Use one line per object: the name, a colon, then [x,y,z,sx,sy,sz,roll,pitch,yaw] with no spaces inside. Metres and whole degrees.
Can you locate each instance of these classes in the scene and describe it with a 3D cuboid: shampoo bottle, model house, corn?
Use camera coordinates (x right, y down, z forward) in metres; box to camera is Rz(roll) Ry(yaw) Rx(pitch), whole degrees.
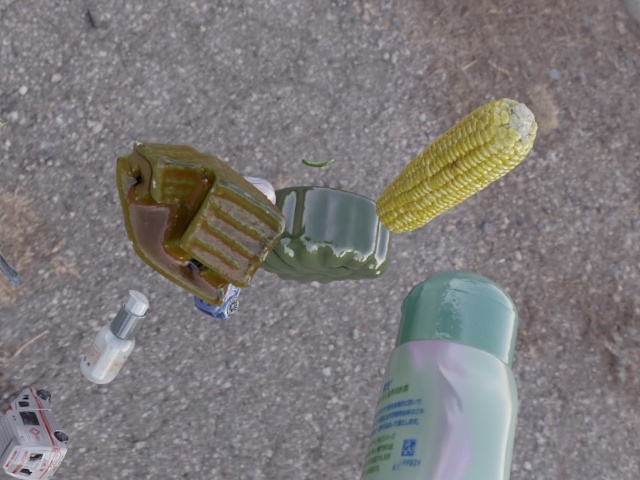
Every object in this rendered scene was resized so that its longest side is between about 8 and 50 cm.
shampoo bottle: [0.144,0.196,0.848,0.151,0.222,0.349,19,60,-6]
model house: [-0.185,-0.044,1.098,0.268,0.239,0.173,35,65,-21]
corn: [0.128,-0.069,0.710,0.067,0.206,0.067,17,57,-27]
shampoo bottle: [-0.386,0.184,1.381,0.074,0.192,0.074,33,13,-9]

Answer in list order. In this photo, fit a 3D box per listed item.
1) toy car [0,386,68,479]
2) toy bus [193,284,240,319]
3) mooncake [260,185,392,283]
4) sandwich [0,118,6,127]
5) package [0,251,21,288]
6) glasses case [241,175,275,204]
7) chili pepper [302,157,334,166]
toy car: [-0.558,0.356,1.363,0.108,0.210,0.089,24,103,-42]
toy bus: [-0.277,0.070,2.019,0.133,0.125,0.292,22,87,-60]
mooncake: [0.000,0.000,1.799,0.351,0.351,0.187,19,71,-31]
sandwich: [-0.734,-0.202,1.379,0.245,0.090,0.088,2,104,-15]
package: [-0.669,0.058,1.538,0.110,0.037,0.015,39,23,28]
glasses case: [-0.238,-0.081,1.503,0.297,0.113,0.075,0,49,-23]
chili pepper: [-0.005,-0.198,1.820,0.083,0.017,0.030,1,55,-6]
